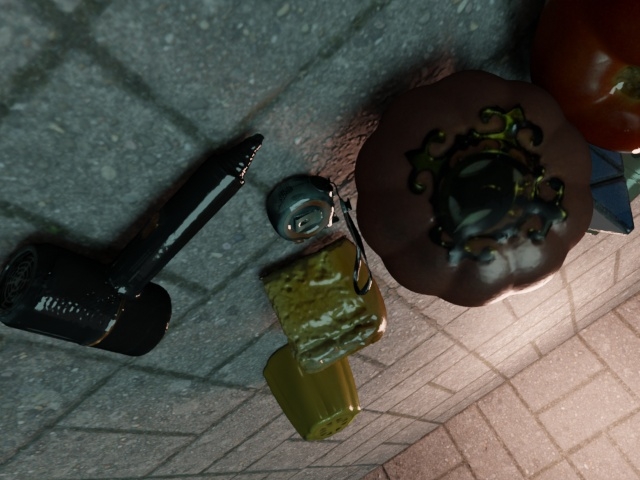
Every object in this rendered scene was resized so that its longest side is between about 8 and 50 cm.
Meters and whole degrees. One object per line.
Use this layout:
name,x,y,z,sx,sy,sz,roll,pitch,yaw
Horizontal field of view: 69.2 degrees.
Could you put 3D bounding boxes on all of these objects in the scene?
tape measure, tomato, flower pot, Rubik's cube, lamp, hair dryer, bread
tape measure,0.001,-0.001,0.654,0.107,0.180,0.104,-22,160,-14
tomato,0.416,-0.256,0.582,0.226,0.298,0.299,-59,149,-19
flower pot,-0.009,0.333,1.033,0.195,0.179,0.195,-19,144,-14
Rubik's cube,0.369,-0.141,0.775,0.228,0.229,0.233,-3,-165,23
lamp,0.195,-0.066,0.628,0.305,0.305,0.239,-36,177,6
hair dryer,-0.206,-0.013,0.563,0.352,0.107,0.189,-46,141,7
bread,0.026,0.132,0.831,0.204,0.163,0.262,-28,136,-8

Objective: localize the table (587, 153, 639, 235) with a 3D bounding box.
table,0.611,-0.133,0.975,0.126,0.126,0.220,-1,136,-36
